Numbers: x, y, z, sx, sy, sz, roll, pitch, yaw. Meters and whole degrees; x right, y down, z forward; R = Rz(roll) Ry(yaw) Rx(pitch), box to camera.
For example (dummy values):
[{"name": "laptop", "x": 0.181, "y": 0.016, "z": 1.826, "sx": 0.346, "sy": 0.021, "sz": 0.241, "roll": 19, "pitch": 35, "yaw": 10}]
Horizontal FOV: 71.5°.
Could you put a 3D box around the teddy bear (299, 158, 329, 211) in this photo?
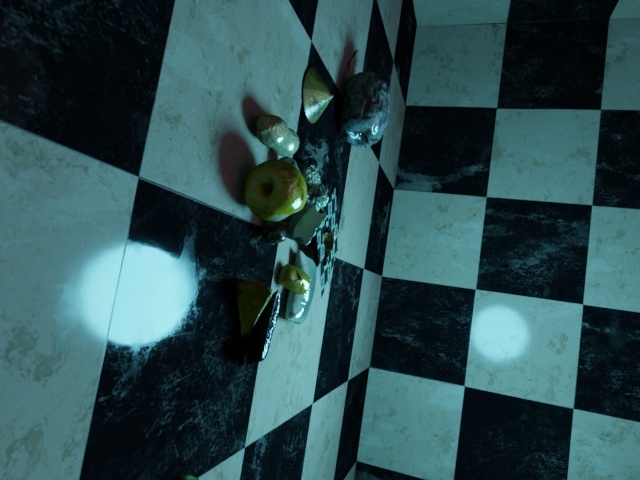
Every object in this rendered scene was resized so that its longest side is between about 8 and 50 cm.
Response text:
[{"name": "teddy bear", "x": -0.024, "y": -0.168, "z": 1.529, "sx": 0.133, "sy": 0.111, "sz": 0.213, "roll": -49, "pitch": 143, "yaw": -66}]

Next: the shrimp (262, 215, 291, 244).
[{"name": "shrimp", "x": -0.121, "y": -0.073, "z": 1.335, "sx": 0.233, "sy": 0.079, "sz": 0.090, "roll": -76, "pitch": 146, "yaw": -44}]

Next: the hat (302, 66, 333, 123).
[{"name": "hat", "x": 0.006, "y": -0.504, "z": 1.546, "sx": 0.193, "sy": 0.082, "sz": 0.193, "roll": 6, "pitch": 90, "yaw": -71}]

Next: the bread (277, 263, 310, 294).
[{"name": "bread", "x": -0.082, "y": 0.128, "z": 1.467, "sx": 0.115, "sy": 0.056, "sz": 0.082, "roll": 36, "pitch": 64, "yaw": -22}]

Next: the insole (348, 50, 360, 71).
[{"name": "insole", "x": 0.154, "y": -0.806, "z": 1.995, "sx": 0.192, "sy": 0.010, "sz": 0.063, "roll": -63, "pitch": 153, "yaw": -47}]

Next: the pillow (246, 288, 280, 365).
[{"name": "pillow", "x": -0.164, "y": 0.255, "z": 1.287, "sx": 0.141, "sy": 0.055, "sz": 0.208, "roll": 133, "pitch": -24, "yaw": -58}]

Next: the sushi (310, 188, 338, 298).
[{"name": "sushi", "x": 0.000, "y": 0.000, "z": 1.748, "sx": 0.339, "sy": 0.068, "sz": 0.320, "roll": -68, "pitch": 159, "yaw": -52}]

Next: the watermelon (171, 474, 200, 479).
[{"name": "watermelon", "x": -0.298, "y": 0.572, "z": 0.978, "sx": 0.109, "sy": 0.109, "sz": 0.109, "roll": 7, "pitch": 90, "yaw": -72}]

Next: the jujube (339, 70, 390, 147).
[{"name": "jujube", "x": 0.189, "y": -0.558, "z": 1.892, "sx": 0.226, "sy": 0.226, "sz": 0.317, "roll": 55, "pitch": 39, "yaw": -64}]

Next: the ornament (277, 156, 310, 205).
[{"name": "ornament", "x": -0.085, "y": -0.176, "z": 1.332, "sx": 0.081, "sy": 0.075, "sz": 0.156, "roll": -14, "pitch": 78, "yaw": -37}]

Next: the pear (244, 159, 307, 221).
[{"name": "pear", "x": -0.115, "y": -0.130, "z": 1.184, "sx": 0.178, "sy": 0.178, "sz": 0.178, "roll": 7, "pitch": 90, "yaw": -72}]

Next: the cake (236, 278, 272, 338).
[{"name": "cake", "x": -0.169, "y": 0.186, "z": 1.227, "sx": 0.080, "sy": 0.116, "sz": 0.185, "roll": -43, "pitch": 132, "yaw": -65}]

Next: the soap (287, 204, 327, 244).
[{"name": "soap", "x": -0.052, "y": -0.052, "z": 1.373, "sx": 0.115, "sy": 0.063, "sz": 0.198, "roll": -55, "pitch": -167, "yaw": -5}]

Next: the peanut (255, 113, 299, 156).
[{"name": "peanut", "x": -0.118, "y": -0.290, "z": 1.239, "sx": 0.206, "sy": 0.087, "sz": 0.087, "roll": 20, "pitch": 77, "yaw": -72}]

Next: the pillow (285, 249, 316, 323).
[{"name": "pillow", "x": -0.069, "y": 0.166, "z": 1.562, "sx": 0.144, "sy": 0.078, "sz": 0.254, "roll": 44, "pitch": 54, "yaw": -62}]
